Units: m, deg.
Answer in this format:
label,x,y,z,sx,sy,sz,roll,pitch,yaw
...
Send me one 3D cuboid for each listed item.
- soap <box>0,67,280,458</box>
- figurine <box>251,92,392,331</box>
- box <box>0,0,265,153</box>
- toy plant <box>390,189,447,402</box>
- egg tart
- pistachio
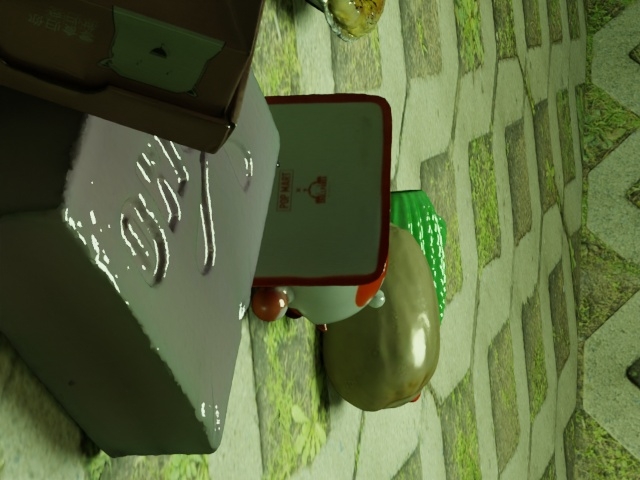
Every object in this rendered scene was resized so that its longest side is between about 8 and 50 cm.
label,x,y,z,sx,sy,sz,roll,pitch,yaw
soap,-0.131,-0.043,0.952,0.285,0.107,0.296,65,28,-51
figurine,0.000,0.000,1.293,0.226,0.160,0.183,68,24,-63
box,-0.129,-0.183,0.814,0.086,0.215,0.215,123,-19,-51
toy plant,0.095,0.058,1.631,0.154,0.088,0.240,31,66,-53
egg tart,0.007,-0.321,1.451,0.234,0.094,0.234,-4,90,-74
pistachio,0.062,0.083,1.486,0.129,0.131,0.206,-38,-129,57
